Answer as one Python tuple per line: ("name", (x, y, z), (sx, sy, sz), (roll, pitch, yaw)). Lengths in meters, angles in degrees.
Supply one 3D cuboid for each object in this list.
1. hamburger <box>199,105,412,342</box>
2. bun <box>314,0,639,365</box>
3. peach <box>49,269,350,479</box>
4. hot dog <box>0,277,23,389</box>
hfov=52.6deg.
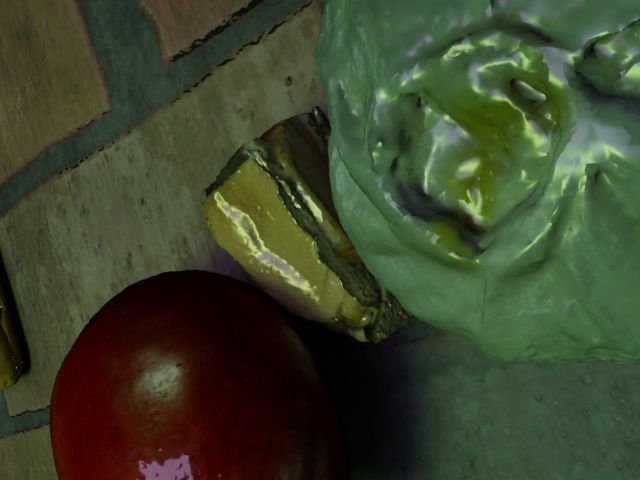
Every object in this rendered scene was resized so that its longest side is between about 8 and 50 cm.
("hamburger", (0.000, 0.000, 0.597), (0.207, 0.135, 0.155), (50, 139, 4))
("bun", (0.143, -0.078, 0.408), (0.362, 0.211, 0.361), (8, 103, 35))
("peach", (-0.117, 0.167, 0.554), (0.258, 0.201, 0.361), (-28, 41, 2))
("hot dog", (-0.579, 0.088, 1.023), (0.158, 0.117, 0.348), (-21, 84, 36))
